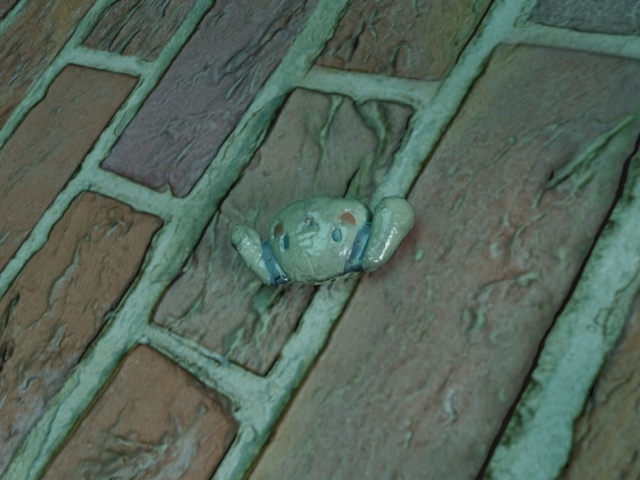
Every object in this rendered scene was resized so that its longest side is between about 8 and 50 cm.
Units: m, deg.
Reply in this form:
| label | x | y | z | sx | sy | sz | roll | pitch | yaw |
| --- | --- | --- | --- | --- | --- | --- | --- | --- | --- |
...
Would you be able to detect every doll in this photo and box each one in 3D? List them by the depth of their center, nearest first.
| label | x | y | z | sx | sy | sz | roll | pitch | yaw |
| --- | --- | --- | --- | --- | --- | --- | --- | --- | --- |
| doll | 0.000 | 0.000 | 0.932 | 0.214 | 0.071 | 0.104 | -7 | 68 | 18 |
